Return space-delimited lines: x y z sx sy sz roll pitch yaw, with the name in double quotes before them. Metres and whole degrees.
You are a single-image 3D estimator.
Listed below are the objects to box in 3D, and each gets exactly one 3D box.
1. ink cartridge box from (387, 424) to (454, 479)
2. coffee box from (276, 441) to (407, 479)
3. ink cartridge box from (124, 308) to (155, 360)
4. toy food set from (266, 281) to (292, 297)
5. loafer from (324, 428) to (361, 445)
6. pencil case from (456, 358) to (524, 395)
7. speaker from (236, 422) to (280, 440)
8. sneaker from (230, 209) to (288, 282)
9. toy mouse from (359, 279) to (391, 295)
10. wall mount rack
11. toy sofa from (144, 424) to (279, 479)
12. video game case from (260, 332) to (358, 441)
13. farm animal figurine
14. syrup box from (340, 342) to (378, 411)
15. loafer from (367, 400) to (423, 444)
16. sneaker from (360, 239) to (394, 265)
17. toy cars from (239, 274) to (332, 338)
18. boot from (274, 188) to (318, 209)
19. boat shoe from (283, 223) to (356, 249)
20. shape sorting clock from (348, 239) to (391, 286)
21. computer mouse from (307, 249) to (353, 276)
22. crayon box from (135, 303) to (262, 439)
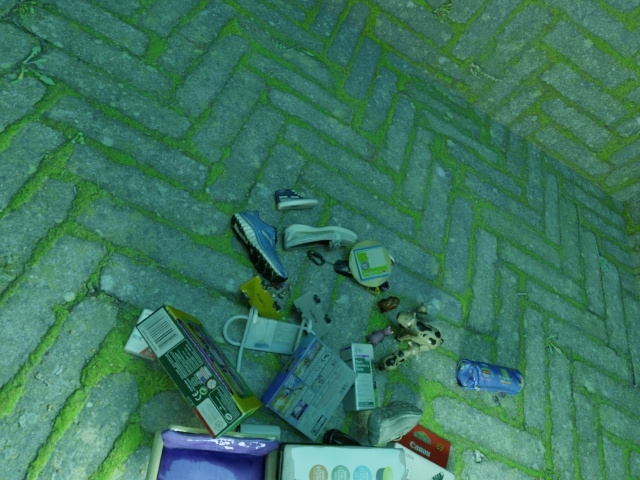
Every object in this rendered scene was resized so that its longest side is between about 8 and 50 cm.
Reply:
"ink cartridge box" 0.376 0.818 1.488 0.275 0.060 0.238 32 57 -9
"coffee box" 0.043 0.764 1.132 0.335 0.338 0.337 5 63 -6
"ink cartridge box" -0.552 0.303 1.287 0.099 0.056 0.135 25 57 -14
"toy food set" -0.171 0.189 1.561 0.122 0.019 0.077 3 64 -17
"loafer" 0.116 0.728 1.390 0.220 0.078 0.080 35 55 -7
"pencil case" 0.738 0.601 1.740 0.306 0.119 0.133 15 36 -19
"speaker" -0.201 0.627 1.298 0.136 0.055 0.055 13 60 -20
"sneaker" -0.210 0.012 1.564 0.147 0.130 0.330 -26 79 -32
"toy mouse" 0.253 0.178 1.770 0.161 0.031 0.143 32 56 -9
"wall mount rack" -0.173 0.397 1.394 0.350 0.130 0.304 14 90 -19
"toy sofa" -0.303 0.646 1.147 0.363 0.177 0.150 16 46 -20
"video game case" -0.031 0.495 1.357 0.244 0.061 0.269 48 68 -25
"farm animal figurine" 0.363 0.378 1.635 0.327 0.172 0.330 16 59 -19
"syrup box" 0.144 0.513 1.504 0.093 0.096 0.236 10 62 -24
"loafer" 0.270 0.661 1.454 0.320 0.112 0.111 14 92 -46
"sneaker" 0.243 0.077 1.805 0.178 0.072 0.077 28 68 -2
"toy cars" -0.130 0.247 1.506 0.394 0.087 0.176 19 93 -19
"boot" -0.105 -0.187 1.753 0.190 0.069 0.086 -6 71 -27
"boat shoe" 0.000 -0.001 1.689 0.321 0.118 0.103 6 69 -20
"shape sorting clock" 0.216 0.099 1.736 0.206 0.040 0.206 7 70 -19
"computer mouse" 0.058 0.094 1.710 0.242 0.041 0.071 22 58 -15
"crayon box" -0.337 0.375 1.163 0.106 0.313 0.363 -38 75 -13
